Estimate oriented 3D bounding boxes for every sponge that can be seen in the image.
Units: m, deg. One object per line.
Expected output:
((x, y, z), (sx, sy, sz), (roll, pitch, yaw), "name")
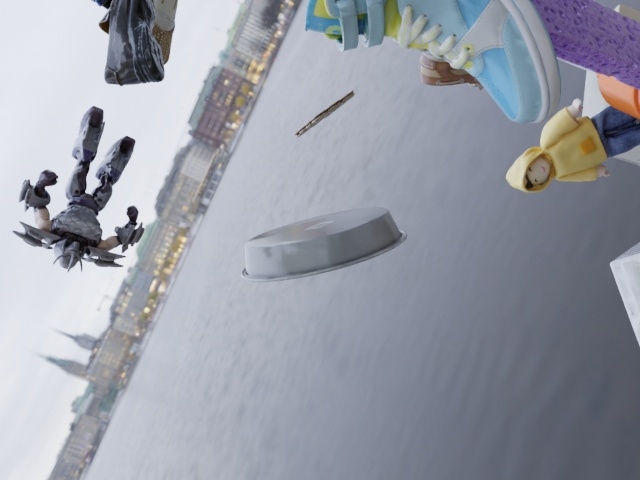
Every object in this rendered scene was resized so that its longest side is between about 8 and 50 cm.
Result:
((0.327, -0.264, 0.778), (0.031, 0.210, 0.117), (126, 153, -51), "sponge")

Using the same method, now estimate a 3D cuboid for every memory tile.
((0.006, -0.258, 1.278), (0.113, 0.012, 0.148), (-38, 8, -20), "memory tile")

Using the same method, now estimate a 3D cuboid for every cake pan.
((0.000, 0.000, 1.065), (0.293, 0.294, 0.054), (-136, 32, -79), "cake pan")

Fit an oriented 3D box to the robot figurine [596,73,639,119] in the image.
((0.516, -0.246, 0.949), (0.219, 0.128, 0.158), (-109, 1, -62), "robot figurine")

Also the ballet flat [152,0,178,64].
((-0.232, -0.345, 0.846), (0.067, 0.206, 0.073), (-18, -3, 32), "ballet flat")

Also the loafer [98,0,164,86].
((-0.218, -0.248, 0.688), (0.062, 0.061, 0.169), (73, -176, -67), "loafer")

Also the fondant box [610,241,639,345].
((0.585, 0.112, 1.002), (0.096, 0.238, 0.330), (-22, -6, 37), "fondant box")

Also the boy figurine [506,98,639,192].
((0.493, -0.183, 1.189), (0.285, 0.177, 0.092), (-23, 29, 11), "boy figurine")

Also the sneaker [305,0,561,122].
((0.105, -0.232, 0.685), (0.208, 0.318, 0.127), (-32, -2, -4), "sneaker")

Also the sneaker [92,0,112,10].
((-0.400, -0.467, 1.080), (0.069, 0.082, 0.209), (-25, -10, 4), "sneaker")

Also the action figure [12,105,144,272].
((-0.368, -0.069, 0.975), (0.099, 0.185, 0.284), (-31, 44, 34), "action figure")

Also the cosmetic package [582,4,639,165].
((0.673, -0.337, 1.347), (0.113, 0.160, 0.309), (123, 162, -67), "cosmetic package")

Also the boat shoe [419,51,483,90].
((0.372, -0.415, 1.436), (0.123, 0.325, 0.116), (-110, 22, -44), "boat shoe")

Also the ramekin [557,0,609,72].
((0.492, -0.424, 1.239), (0.207, 0.207, 0.108), (-94, 26, -68), "ramekin")
